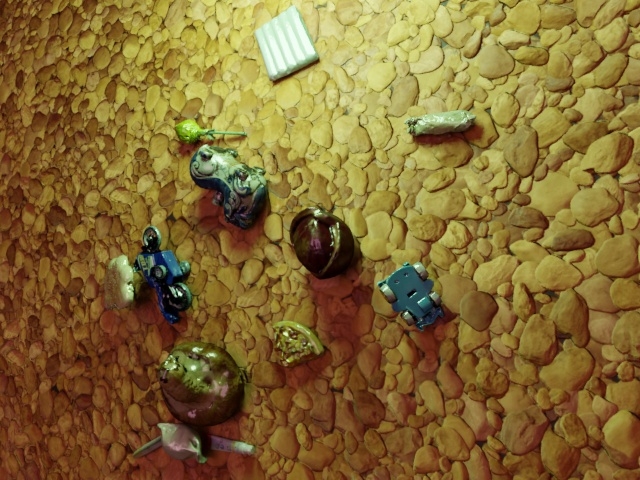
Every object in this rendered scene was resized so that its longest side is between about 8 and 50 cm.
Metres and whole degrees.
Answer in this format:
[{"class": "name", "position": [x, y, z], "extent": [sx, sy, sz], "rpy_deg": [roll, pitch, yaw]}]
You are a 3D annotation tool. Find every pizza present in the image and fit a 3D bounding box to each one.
[{"class": "pizza", "position": [-0.071, 0.299, 1.574], "extent": [0.175, 0.046, 0.134], "rpy_deg": [15, 90, 30]}]

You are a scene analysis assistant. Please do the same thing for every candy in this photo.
[{"class": "candy", "position": [-0.354, -0.348, 1.827], "extent": [0.262, 0.073, 0.077], "rpy_deg": [6, 104, 23]}]

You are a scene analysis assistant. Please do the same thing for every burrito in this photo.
[{"class": "burrito", "position": [0.306, -0.301, 1.451], "extent": [0.188, 0.045, 0.058], "rpy_deg": [-1, 89, 27]}]

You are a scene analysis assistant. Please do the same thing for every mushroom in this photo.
[{"class": "mushroom", "position": [-0.377, 0.423, 1.651], "extent": [0.267, 0.255, 0.267], "rpy_deg": [0, 90, 56]}]

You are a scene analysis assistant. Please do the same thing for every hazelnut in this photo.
[{"class": "hazelnut", "position": [-0.002, 0.007, 1.514], "extent": [0.202, 0.160, 0.170], "rpy_deg": [28, 98, 24]}]

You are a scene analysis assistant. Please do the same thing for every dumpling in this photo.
[{"class": "dumpling", "position": [-0.408, 0.605, 1.682], "extent": [0.170, 0.134, 0.099], "rpy_deg": [7, 57, 12]}]

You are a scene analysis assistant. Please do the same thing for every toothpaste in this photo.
[{"class": "toothpaste", "position": [-0.274, 0.601, 1.655], "extent": [0.191, 0.031, 0.048], "rpy_deg": [-3, 85, 32]}]

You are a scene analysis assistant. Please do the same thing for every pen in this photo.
[{"class": "pen", "position": [-0.510, 0.641, 1.781], "extent": [0.233, 0.032, 0.040], "rpy_deg": [-35, 91, 22]}]

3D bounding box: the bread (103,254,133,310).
[{"class": "bread", "position": [-0.683, 0.143, 1.893], "extent": [0.251, 0.039, 0.181], "rpy_deg": [-13, 79, 52]}]

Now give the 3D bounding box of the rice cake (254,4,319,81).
[{"class": "rice cake", "position": [-0.109, -0.603, 1.733], "extent": [0.189, 0.037, 0.198], "rpy_deg": [-20, 74, 25]}]

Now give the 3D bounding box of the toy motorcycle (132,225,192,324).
[{"class": "toy motorcycle", "position": [-0.516, 0.113, 1.820], "extent": [0.169, 0.113, 0.315], "rpy_deg": [-37, 75, 31]}]

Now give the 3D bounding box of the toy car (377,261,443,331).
[{"class": "toy car", "position": [0.229, 0.138, 1.420], "extent": [0.126, 0.098, 0.161], "rpy_deg": [-36, 96, -4]}]

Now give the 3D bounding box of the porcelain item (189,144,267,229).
[{"class": "porcelain item", "position": [-0.284, -0.170, 1.727], "extent": [0.288, 0.138, 0.186], "rpy_deg": [32, 116, 24]}]
